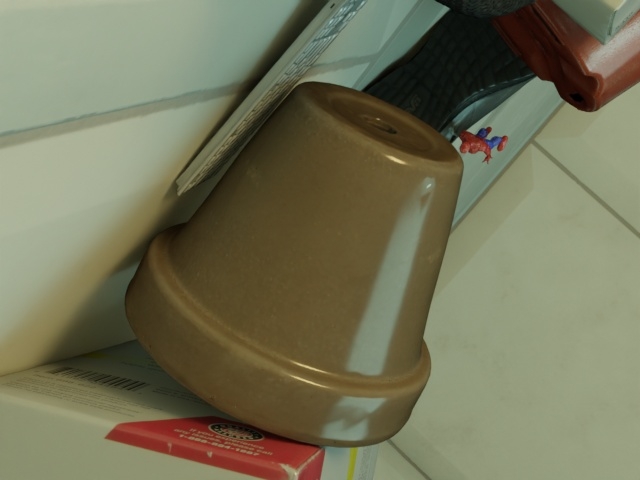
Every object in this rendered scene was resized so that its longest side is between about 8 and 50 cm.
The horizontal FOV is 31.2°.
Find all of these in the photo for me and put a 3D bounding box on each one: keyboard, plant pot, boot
[{"bbox_3d":[-0.024,-0.129,0.891,0.256,0.014,0.072,-46,172,26],"label":"keyboard"},{"bbox_3d":[0.293,-0.276,1.070,0.265,0.272,0.272,-39,171,2],"label":"plant pot"},{"bbox_3d":[0.000,0.000,0.941,0.229,0.263,0.263,-65,165,20],"label":"plant pot"},{"bbox_3d":[0.137,-0.161,1.321,0.338,0.118,0.222,-33,170,-16],"label":"boot"}]

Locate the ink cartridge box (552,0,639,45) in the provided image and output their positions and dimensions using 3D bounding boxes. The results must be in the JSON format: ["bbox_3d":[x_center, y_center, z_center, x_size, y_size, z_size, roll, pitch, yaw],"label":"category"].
[{"bbox_3d":[0.206,-0.265,0.900,0.128,0.176,0.127,-48,171,6],"label":"ink cartridge box"}]

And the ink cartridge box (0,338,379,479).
[{"bbox_3d":[-0.114,0.205,1.032,0.385,0.279,0.160,-8,108,-75],"label":"ink cartridge box"}]

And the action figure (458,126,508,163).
[{"bbox_3d":[0.173,-0.105,1.244,0.030,0.038,0.115,-59,163,18],"label":"action figure"}]

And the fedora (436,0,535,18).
[{"bbox_3d":[0.123,-0.247,0.676,0.334,0.152,0.334,-45,171,-9],"label":"fedora"}]
